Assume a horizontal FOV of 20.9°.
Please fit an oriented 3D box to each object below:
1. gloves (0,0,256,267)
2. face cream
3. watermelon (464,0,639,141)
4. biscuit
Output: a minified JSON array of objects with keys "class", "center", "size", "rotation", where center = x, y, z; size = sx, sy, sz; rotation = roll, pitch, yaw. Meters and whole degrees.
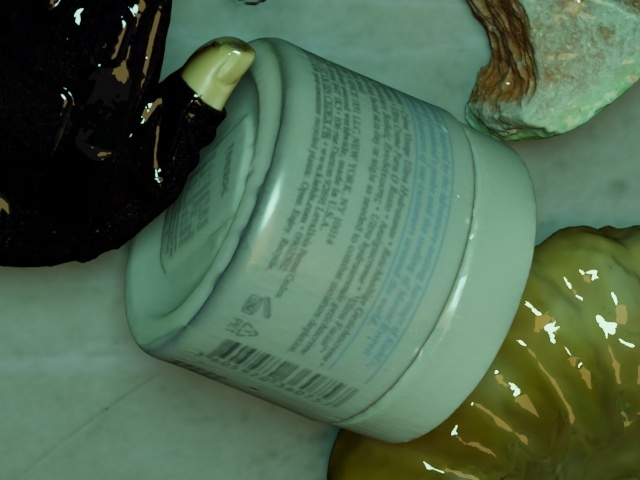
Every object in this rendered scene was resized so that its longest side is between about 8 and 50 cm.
[{"class":"gloves","center":[-0.120,-0.087,0.852],"size":[0.164,0.124,0.203],"rotation":[24,122,3]},{"class":"face cream","center":[0.000,0.000,0.900],"size":[0.153,0.177,0.177],"rotation":[23,105,-23]},{"class":"watermelon","center":[0.128,-0.137,0.927],"size":[0.121,0.098,0.158],"rotation":[-22,115,-7]},{"class":"biscuit","center":[0.162,0.151,1.067],"size":[0.326,0.107,0.325],"rotation":[-8,116,-17]}]
